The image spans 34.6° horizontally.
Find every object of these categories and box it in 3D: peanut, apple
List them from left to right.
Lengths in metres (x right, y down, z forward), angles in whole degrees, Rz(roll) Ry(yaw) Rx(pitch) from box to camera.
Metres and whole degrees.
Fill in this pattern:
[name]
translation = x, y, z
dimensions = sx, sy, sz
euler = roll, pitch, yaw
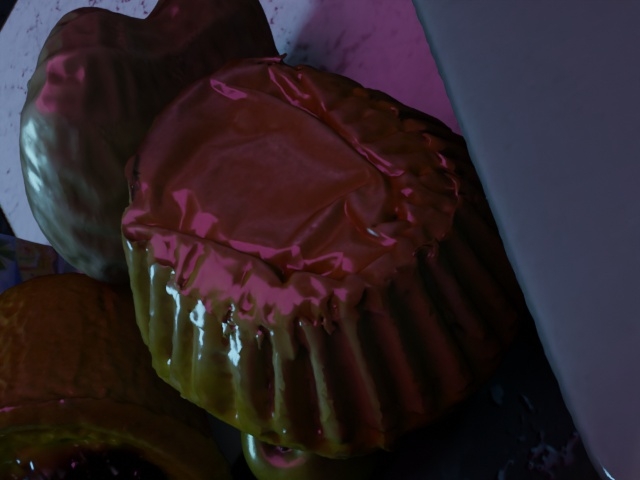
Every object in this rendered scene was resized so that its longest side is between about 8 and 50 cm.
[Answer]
[peanut]
translation = -0.105, -0.085, 0.710
dimensions = 0.110, 0.233, 0.197
euler = 28, 140, 36
[apple]
translation = -0.005, 0.121, 0.640
dimensions = 0.089, 0.074, 0.090
euler = 0, 91, 26

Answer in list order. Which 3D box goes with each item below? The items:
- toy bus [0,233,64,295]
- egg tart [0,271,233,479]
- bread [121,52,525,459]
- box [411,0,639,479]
[toy bus]
translation = -0.281, 0.151, 0.846
dimensions = 0.109, 0.136, 0.330
euler = -33, 50, 35
[egg tart]
translation = -0.169, 0.133, 0.720
dimensions = 0.215, 0.215, 0.171
euler = -41, 37, 28
[bread]
translation = 0.003, 0.003, 0.585
dimensions = 0.240, 0.139, 0.240
euler = -4, 56, 5
[box]
translation = 0.241, -0.114, 0.382
dimensions = 0.396, 0.111, 0.396
euler = -29, 47, 19
